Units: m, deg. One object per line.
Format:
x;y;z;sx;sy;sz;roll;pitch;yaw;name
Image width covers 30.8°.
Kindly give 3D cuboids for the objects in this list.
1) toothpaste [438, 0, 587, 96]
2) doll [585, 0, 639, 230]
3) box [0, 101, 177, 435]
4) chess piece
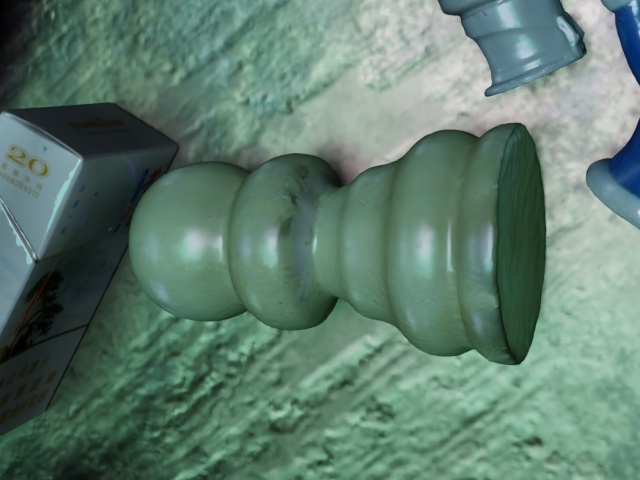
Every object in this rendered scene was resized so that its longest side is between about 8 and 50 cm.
0.068;-0.233;0.677;0.073;0.114;0.299;-23;96;12;toothpaste
0.253;-0.103;0.624;0.215;0.161;0.256;24;121;-2;doll
-0.193;0.025;0.761;0.067;0.149;0.233;31;105;7;box
0.000;0.000;0.712;0.251;0.144;0.144;1;98;21;chess piece
